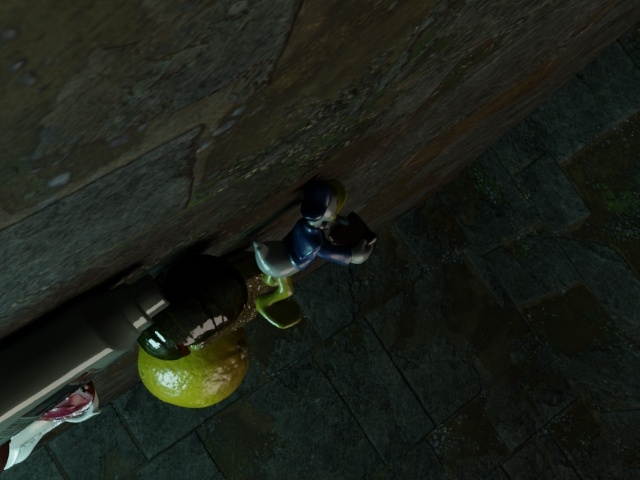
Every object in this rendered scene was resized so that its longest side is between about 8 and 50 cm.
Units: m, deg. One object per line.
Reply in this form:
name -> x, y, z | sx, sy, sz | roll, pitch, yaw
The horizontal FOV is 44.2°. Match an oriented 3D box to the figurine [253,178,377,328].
figurine -> 0.000, 0.000, 1.690 | 0.283, 0.204, 0.338 | -9, 144, -16

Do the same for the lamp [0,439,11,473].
lamp -> -0.691, 0.394, 1.500 | 0.215, 0.151, 0.223 | -32, 135, -43

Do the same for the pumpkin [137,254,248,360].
pumpkin -> -0.253, 0.121, 1.501 | 0.238, 0.159, 0.238 | -32, -172, 5

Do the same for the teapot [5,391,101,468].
teapot -> -0.643, 0.403, 1.804 | 0.298, 0.139, 0.204 | -35, 172, 18

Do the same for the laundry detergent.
laundry detergent -> -0.431, 0.194, 1.310 | 0.398, 0.124, 0.264 | -35, 174, -6

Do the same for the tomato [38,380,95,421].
tomato -> -0.543, 0.281, 1.569 | 0.173, 0.099, 0.189 | -20, 138, 14

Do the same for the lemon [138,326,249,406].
lemon -> -0.319, 0.287, 1.979 | 0.293, 0.293, 0.293 | -34, 175, -3

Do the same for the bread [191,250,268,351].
bread -> -0.229, 0.133, 1.834 | 0.234, 0.110, 0.184 | -24, 143, -54
